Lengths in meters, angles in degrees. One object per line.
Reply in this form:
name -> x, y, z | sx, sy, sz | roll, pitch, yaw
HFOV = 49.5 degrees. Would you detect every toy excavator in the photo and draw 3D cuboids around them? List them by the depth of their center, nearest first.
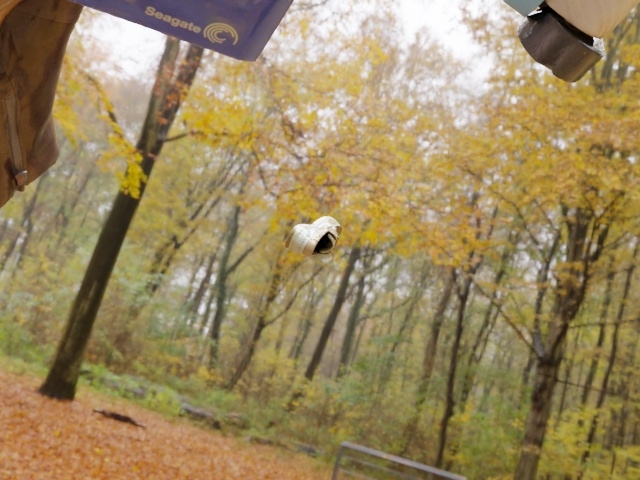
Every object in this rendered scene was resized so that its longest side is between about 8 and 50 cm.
toy excavator -> 0.265, -0.489, 0.918 | 0.445, 0.433, 0.222 | 37, -48, -6

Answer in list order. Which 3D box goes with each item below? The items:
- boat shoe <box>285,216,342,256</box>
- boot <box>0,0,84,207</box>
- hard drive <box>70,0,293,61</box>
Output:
boat shoe -> 0.000, 0.000, 0.968 | 0.045, 0.050, 0.135 | 32, 23, 19
boot -> -0.251, -0.148, 0.584 | 0.090, 0.248, 0.207 | 35, -28, 15
hard drive -> -0.071, -0.242, 0.391 | 0.210, 0.040, 0.318 | 14, -30, -24
